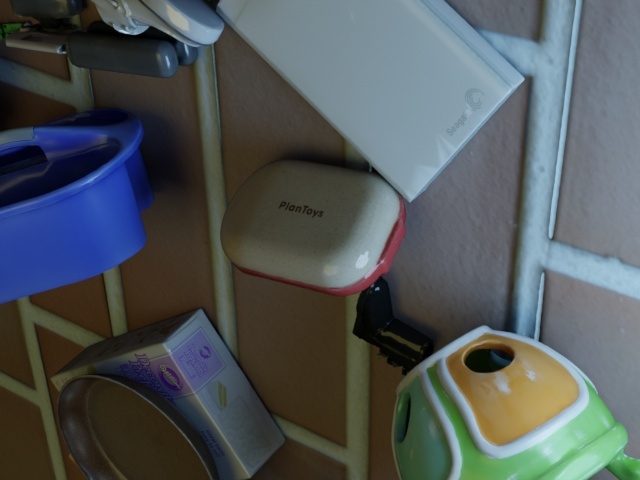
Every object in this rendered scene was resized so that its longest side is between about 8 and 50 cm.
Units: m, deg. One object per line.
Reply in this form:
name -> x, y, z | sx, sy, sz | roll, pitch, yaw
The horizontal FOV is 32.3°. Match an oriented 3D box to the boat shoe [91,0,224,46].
boat shoe -> -0.217, -0.281, 1.278 | 0.258, 0.095, 0.084 | 40, 116, 25

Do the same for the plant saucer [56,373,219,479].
plant saucer -> -0.261, 0.315, 1.642 | 0.310, 0.050, 0.310 | 22, 132, 27

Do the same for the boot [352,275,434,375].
boot -> 0.091, 0.105, 1.341 | 0.099, 0.045, 0.121 | 33, 142, 21

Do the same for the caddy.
caddy -> -0.377, -0.062, 1.426 | 0.341, 0.241, 0.179 | -16, 121, 6

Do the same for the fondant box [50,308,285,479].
fondant box -> -0.240, 0.255, 1.687 | 0.330, 0.096, 0.238 | -21, 105, 45

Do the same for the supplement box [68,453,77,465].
supplement box -> -0.400, 0.371, 1.944 | 0.062, 0.036, 0.098 | 43, 137, 7

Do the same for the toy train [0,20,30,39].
toy train -> -0.420, -0.286, 1.506 | 0.083, 0.017, 0.023 | 6, 112, 37

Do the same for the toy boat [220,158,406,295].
toy boat -> 0.000, 0.000, 1.295 | 0.231, 0.151, 0.151 | 13, 155, 33

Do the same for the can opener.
can opener -> -0.282, -0.264, 1.364 | 0.283, 0.076, 0.095 | 12, 127, 32

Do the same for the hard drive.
hard drive -> 0.041, -0.208, 1.162 | 0.307, 0.040, 0.203 | 45, 138, 5

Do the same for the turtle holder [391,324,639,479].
turtle holder -> 0.198, 0.229, 1.238 | 0.227, 0.243, 0.320 | 55, 180, 15
